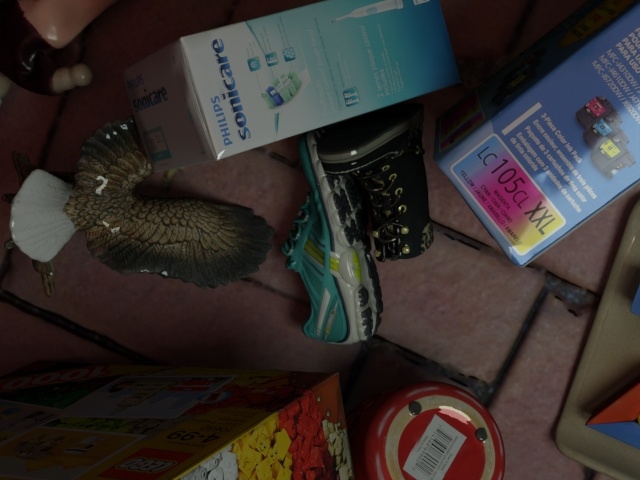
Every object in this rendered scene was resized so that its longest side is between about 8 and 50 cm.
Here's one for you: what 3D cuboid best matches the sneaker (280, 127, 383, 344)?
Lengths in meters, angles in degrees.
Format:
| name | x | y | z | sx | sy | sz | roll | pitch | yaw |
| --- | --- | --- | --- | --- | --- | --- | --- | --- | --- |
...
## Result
| name | x | y | z | sx | sy | sz | roll | pitch | yaw |
| --- | --- | --- | --- | --- | --- | --- | --- | --- | --- |
| sneaker | 0.000 | 0.000 | 1.240 | 0.110 | 0.107 | 0.275 | -5 | 101 | 20 |

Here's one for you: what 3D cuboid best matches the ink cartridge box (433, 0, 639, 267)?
| name | x | y | z | sx | sy | sz | roll | pitch | yaw |
| --- | --- | --- | --- | --- | --- | --- | --- | --- | --- |
| ink cartridge box | 0.317 | -0.174 | 1.058 | 0.395 | 0.270 | 0.151 | -36 | 99 | 15 |

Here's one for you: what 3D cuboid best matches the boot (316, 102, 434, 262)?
| name | x | y | z | sx | sy | sz | roll | pitch | yaw |
| --- | --- | --- | --- | --- | --- | --- | --- | --- | --- |
| boot | 0.074 | -0.055 | 1.150 | 0.085 | 0.236 | 0.179 | -1 | 106 | 24 |

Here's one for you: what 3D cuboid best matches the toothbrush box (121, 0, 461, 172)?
| name | x | y | z | sx | sy | sz | roll | pitch | yaw |
| --- | --- | --- | --- | --- | --- | --- | --- | --- | --- |
| toothbrush box | -0.036 | -0.177 | 1.080 | 0.295 | 0.216 | 0.126 | -20 | 99 | -26 |

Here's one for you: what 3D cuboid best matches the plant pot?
| name | x | y | z | sx | sy | sz | roll | pitch | yaw |
| --- | --- | --- | --- | --- | --- | --- | --- | --- | --- |
| plant pot | 0.120 | 0.265 | 1.199 | 0.191 | 0.174 | 0.191 | 4 | 74 | -13 |

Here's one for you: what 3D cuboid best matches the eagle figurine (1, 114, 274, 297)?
| name | x | y | z | sx | sy | sz | roll | pitch | yaw |
| --- | --- | --- | --- | --- | --- | --- | --- | --- | --- |
| eagle figurine | -0.220 | -0.062 | 1.210 | 0.298 | 0.226 | 0.225 | -7 | 60 | 4 |

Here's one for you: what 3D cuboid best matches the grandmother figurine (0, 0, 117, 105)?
| name | x | y | z | sx | sy | sz | roll | pitch | yaw |
| --- | --- | --- | --- | --- | --- | --- | --- | --- | --- |
| grandmother figurine | -0.346 | -0.268 | 1.247 | 0.342 | 0.104 | 0.208 | -36 | 67 | 18 |

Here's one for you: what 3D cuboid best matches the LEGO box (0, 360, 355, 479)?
| name | x | y | z | sx | sy | sz | roll | pitch | yaw |
| --- | --- | --- | --- | --- | --- | --- | --- | --- | --- |
| LEGO box | -0.265 | 0.287 | 1.123 | 0.500 | 0.372 | 0.193 | -3 | 101 | 33 |

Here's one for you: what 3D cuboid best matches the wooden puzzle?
| name | x | y | z | sx | sy | sz | roll | pitch | yaw |
| --- | --- | --- | --- | --- | --- | --- | --- | --- | --- |
| wooden puzzle | 0.463 | 0.154 | 1.153 | 0.322 | 0.080 | 0.348 | 22 | 104 | 25 |
